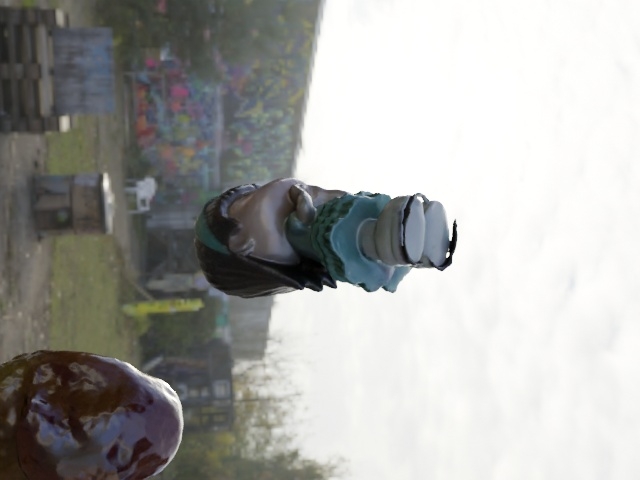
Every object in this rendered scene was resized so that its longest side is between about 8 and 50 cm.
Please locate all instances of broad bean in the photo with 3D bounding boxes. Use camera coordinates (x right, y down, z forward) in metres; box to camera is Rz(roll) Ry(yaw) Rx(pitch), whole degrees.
[{"bbox_3d":[-0.258,0.193,0.943,0.122,0.228,0.156,-142,-117,-70],"label":"broad bean"}]

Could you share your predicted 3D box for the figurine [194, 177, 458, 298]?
[{"bbox_3d":[0.000,0.000,0.795,0.245,0.137,0.110,1,-95,39],"label":"figurine"}]
